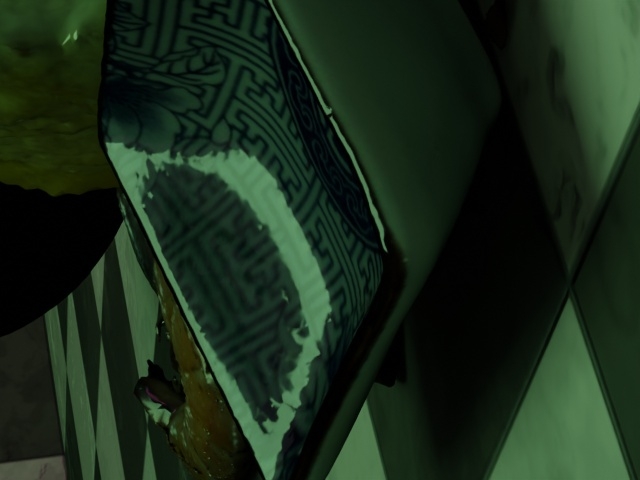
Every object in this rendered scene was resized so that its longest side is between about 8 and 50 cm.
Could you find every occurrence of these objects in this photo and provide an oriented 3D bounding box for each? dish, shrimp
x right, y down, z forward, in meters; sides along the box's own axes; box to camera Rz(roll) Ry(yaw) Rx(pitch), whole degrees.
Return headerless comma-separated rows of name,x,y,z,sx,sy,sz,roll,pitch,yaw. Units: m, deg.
dish,-0.003,-0.032,0.613,0.182,0.080,0.243,63,160,18
shrimp,-0.097,0.026,1.157,0.222,0.054,0.290,108,145,-62

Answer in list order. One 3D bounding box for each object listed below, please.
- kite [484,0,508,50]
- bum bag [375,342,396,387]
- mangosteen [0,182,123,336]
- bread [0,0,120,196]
kite,-0.009,-0.199,0.452,0.204,0.022,0.360,54,174,32
bum bag,0.000,0.000,0.786,0.159,0.026,0.109,-162,65,-77
mangosteen,-0.287,-0.130,1.360,0.435,0.382,0.382,-55,-27,-52
bread,-0.172,-0.232,0.929,0.239,0.264,0.395,118,143,-76
